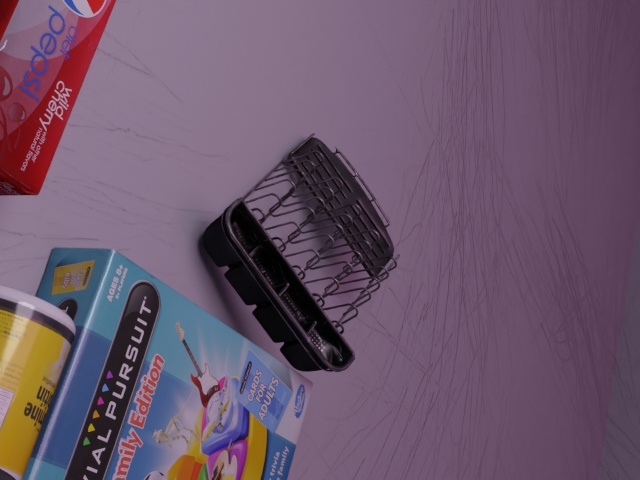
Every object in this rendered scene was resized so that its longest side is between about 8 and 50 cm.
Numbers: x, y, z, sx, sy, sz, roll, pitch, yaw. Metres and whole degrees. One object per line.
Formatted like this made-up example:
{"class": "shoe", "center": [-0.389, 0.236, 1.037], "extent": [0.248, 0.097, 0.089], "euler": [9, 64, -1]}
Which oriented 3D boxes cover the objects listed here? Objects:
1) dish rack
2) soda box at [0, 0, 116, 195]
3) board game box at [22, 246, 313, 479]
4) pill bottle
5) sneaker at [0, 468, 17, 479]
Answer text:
{"class": "dish rack", "center": [0.000, 0.000, 1.073], "extent": [0.208, 0.074, 0.271], "euler": [56, 43, -13]}
{"class": "soda box", "center": [-0.232, -0.166, 0.755], "extent": [0.083, 0.092, 0.263], "euler": [43, 56, -50]}
{"class": "board game box", "center": [-0.150, 0.193, 0.895], "extent": [0.336, 0.079, 0.253], "euler": [42, 56, -49]}
{"class": "pill bottle", "center": [-0.258, 0.129, 0.709], "extent": [0.103, 0.103, 0.184], "euler": [42, 57, -49]}
{"class": "sneaker", "center": [-0.243, 0.190, 0.536], "extent": [0.267, 0.106, 0.101], "euler": [2, 103, -69]}
